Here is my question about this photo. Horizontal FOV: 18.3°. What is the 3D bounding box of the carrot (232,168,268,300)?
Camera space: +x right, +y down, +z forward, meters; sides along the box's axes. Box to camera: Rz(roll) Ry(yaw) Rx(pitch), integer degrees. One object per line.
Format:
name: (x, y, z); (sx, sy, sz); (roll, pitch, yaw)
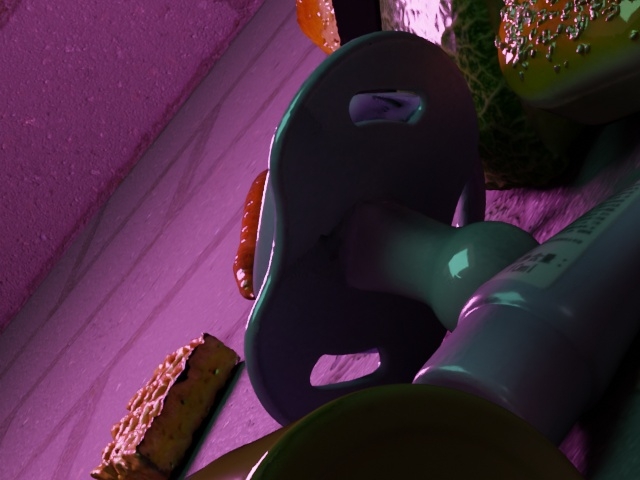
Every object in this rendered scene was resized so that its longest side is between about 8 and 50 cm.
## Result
carrot: (-0.067, -0.005, 2.244); (0.059, 0.059, 0.248); (-48, 17, 32)

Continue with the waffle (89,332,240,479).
waffle: (-0.177, 0.196, 2.117); (0.160, 0.055, 0.211); (-61, 13, -28)

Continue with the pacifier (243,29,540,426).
pacifier: (0.073, 0.010, 1.394); (0.233, 0.244, 0.299); (23, 110, 46)

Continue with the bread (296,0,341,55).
bread: (0.080, -0.298, 2.115); (0.268, 0.146, 0.268); (-47, -21, -25)

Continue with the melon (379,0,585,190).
melon: (0.145, -0.191, 1.639); (0.226, 0.331, 0.343); (-12, -6, -21)

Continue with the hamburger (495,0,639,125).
hamburger: (0.212, -0.169, 1.371); (0.210, 0.116, 0.173); (-18, 37, 46)

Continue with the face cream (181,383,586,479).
face cream: (0.016, 0.193, 0.954); (0.179, 0.218, 0.218); (-35, 24, 57)

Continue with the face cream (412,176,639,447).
face cream: (0.160, 0.026, 1.204); (0.274, 0.096, 0.154); (-48, 3, -35)

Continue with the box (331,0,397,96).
box: (0.087, -0.254, 1.878); (0.211, 0.058, 0.350); (-61, -20, -22)
